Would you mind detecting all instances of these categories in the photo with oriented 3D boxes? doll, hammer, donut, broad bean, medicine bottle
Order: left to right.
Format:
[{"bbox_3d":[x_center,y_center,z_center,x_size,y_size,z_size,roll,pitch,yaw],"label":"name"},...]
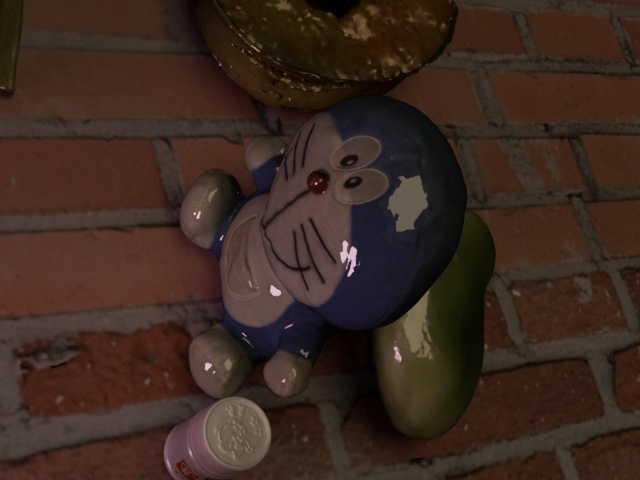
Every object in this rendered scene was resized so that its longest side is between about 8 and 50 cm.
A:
[{"bbox_3d":[-0.270,-0.213,0.834,0.062,0.013,0.198,11,63,-26],"label":"hammer"},{"bbox_3d":[-0.080,0.155,0.734,0.057,0.089,0.057,12,63,-25],"label":"medicine bottle"},{"bbox_3d":[-0.007,-0.235,0.952,0.272,0.107,0.272,11,62,-21],"label":"donut"},{"bbox_3d":[0.000,0.000,0.750,0.154,0.258,0.228,9,61,-28],"label":"doll"},{"bbox_3d":[0.100,0.062,0.859,0.169,0.100,0.228,28,56,-59],"label":"broad bean"}]
